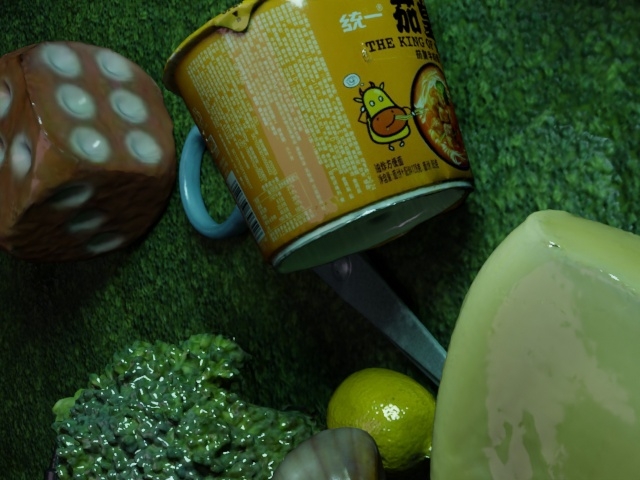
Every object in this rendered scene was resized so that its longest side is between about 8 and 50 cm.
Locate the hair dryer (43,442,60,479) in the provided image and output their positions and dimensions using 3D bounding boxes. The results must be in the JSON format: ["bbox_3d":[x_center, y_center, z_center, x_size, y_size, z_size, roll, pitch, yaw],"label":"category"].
[{"bbox_3d":[-0.304,0.364,1.382,0.114,0.070,0.248,-1,82,51],"label":"hair dryer"}]

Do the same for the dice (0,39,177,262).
[{"bbox_3d":[-0.261,-0.092,1.227,0.179,0.174,0.175,-45,57,35],"label":"dice"}]

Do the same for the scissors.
[{"bbox_3d":[0.000,0.000,1.022,0.447,0.029,0.193,47,125,39],"label":"scissors"}]

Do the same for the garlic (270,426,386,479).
[{"bbox_3d":[0.007,0.256,0.826,0.214,0.160,0.191,62,178,25],"label":"garlic"}]

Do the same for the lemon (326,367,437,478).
[{"bbox_3d":[0.053,0.144,0.925,0.110,0.082,0.082,24,109,47],"label":"lemon"}]

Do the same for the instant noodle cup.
[{"bbox_3d":[0.010,-0.084,0.887,0.215,0.215,0.172,-31,76,46],"label":"instant noodle cup"}]

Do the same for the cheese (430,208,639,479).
[{"bbox_3d":[0.177,0.153,0.743,0.259,0.128,0.316,34,120,41],"label":"cheese"}]

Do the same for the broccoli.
[{"bbox_3d":[-0.105,0.222,0.994,0.259,0.235,0.288,-5,91,51],"label":"broccoli"}]
